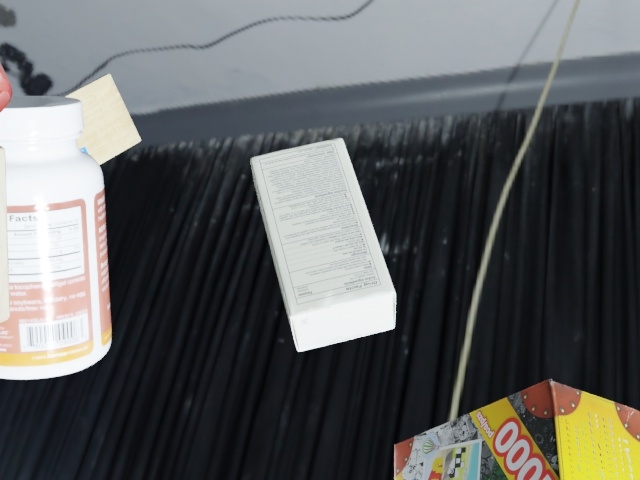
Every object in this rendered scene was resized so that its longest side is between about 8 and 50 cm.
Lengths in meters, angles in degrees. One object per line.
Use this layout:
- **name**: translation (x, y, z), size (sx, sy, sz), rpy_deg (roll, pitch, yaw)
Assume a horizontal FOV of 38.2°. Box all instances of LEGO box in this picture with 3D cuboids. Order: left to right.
- **LEGO box**: translation (0.287, 0.505, 1.329), size (0.193, 0.500, 0.372), rpy_deg (21, 143, -26)

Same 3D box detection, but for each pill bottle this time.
- **pill bottle**: translation (-0.237, -0.006, 0.758), size (0.121, 0.121, 0.216), rpy_deg (4, 105, 13)

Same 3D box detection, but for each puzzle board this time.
- **puzzle board**: translation (-0.298, -0.139, 1.160), size (0.011, 0.128, 0.096), rpy_deg (12, 130, 50)

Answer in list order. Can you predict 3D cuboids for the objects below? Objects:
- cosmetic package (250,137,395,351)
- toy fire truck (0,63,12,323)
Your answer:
- **cosmetic package**: translation (0.000, 0.000, 1.433), size (0.160, 0.309, 0.113), rpy_deg (-12, 146, -4)
- **toy fire truck**: translation (-0.251, -0.067, 0.448), size (0.246, 0.217, 0.158), rpy_deg (61, 152, 9)
